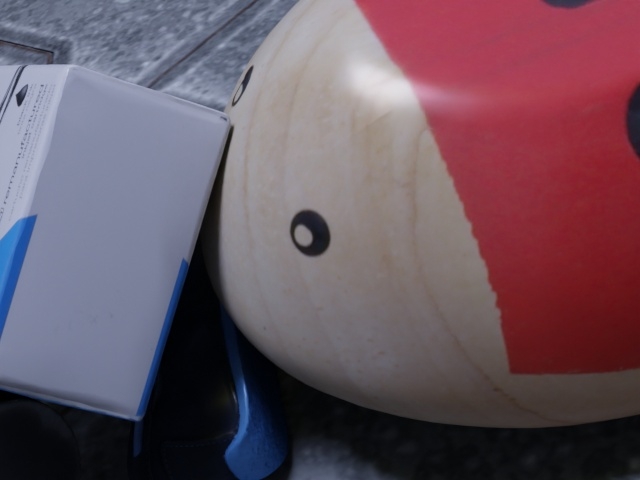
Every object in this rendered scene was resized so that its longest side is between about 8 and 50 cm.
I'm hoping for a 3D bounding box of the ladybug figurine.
[{"bbox_3d":[0.152,-0.081,0.672,0.449,0.162,0.305,-22,52,-11],"label":"ladybug figurine"}]

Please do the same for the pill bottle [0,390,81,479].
[{"bbox_3d":[-0.234,0.107,0.751,0.219,0.123,0.123,11,47,40],"label":"pill bottle"}]

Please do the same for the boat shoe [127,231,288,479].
[{"bbox_3d":[-0.084,0.032,0.778,0.089,0.109,0.258,-23,32,8],"label":"boat shoe"}]

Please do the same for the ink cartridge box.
[{"bbox_3d":[-0.135,-0.008,0.700,0.203,0.085,0.148,13,87,64],"label":"ink cartridge box"}]
